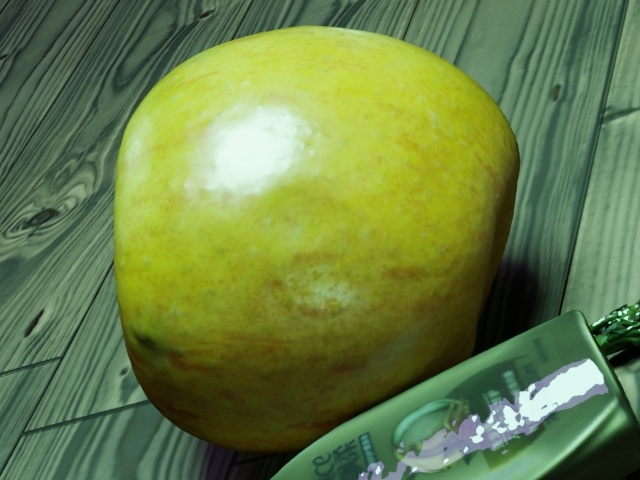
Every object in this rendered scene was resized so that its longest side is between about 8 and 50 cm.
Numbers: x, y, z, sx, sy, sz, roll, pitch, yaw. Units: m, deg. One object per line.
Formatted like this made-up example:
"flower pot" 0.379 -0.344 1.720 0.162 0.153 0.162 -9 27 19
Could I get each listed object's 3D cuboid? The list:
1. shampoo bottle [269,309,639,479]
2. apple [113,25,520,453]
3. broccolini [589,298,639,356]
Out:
"shampoo bottle" 0.034 0.169 1.220 0.350 0.084 0.125 -27 38 8
"apple" 0.000 0.000 1.337 0.275 0.299 0.299 2 32 3
"broccolini" 0.161 0.097 1.287 0.254 0.071 0.057 -35 68 5
